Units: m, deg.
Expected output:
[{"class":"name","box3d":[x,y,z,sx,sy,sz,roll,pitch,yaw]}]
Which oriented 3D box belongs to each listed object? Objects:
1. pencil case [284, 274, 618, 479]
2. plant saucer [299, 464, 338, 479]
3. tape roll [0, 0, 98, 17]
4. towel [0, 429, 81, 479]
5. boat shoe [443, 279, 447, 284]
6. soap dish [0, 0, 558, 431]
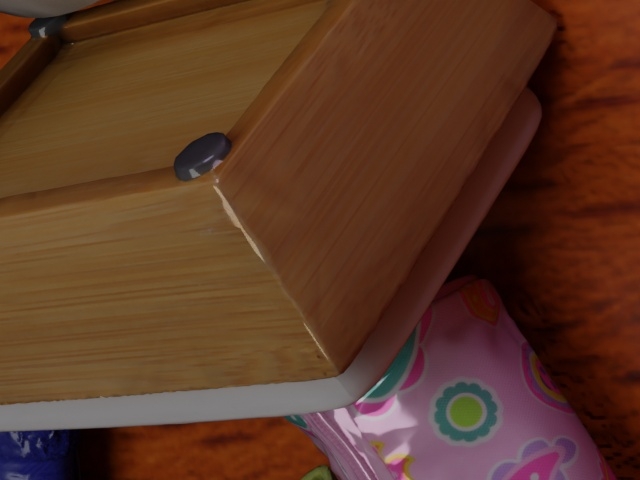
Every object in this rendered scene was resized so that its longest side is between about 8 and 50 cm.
[{"class":"pencil case","box3d":[0.092,0.159,0.850,0.124,0.124,0.284,-36,79,39]},{"class":"plant saucer","box3d":[-0.014,0.241,0.969,0.188,0.045,0.188,-45,46,37]},{"class":"tape roll","box3d":[-0.176,-0.238,0.876,0.246,0.169,0.246,-6,80,40]},{"class":"towel","box3d":[-0.226,0.146,1.121,0.227,0.076,0.308,6,105,29]},{"class":"boat shoe","box3d":[0.000,0.000,0.927,0.135,0.050,0.045,3,102,28]},{"class":"soap dish","box3d":[-0.063,-0.027,0.848,0.290,0.229,0.118,-8,125,40]}]
